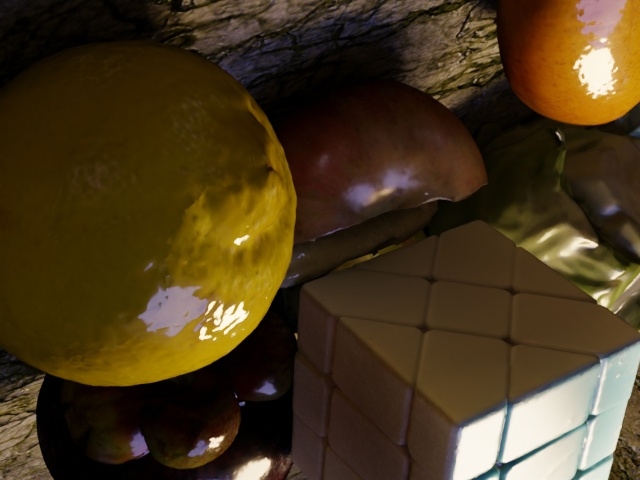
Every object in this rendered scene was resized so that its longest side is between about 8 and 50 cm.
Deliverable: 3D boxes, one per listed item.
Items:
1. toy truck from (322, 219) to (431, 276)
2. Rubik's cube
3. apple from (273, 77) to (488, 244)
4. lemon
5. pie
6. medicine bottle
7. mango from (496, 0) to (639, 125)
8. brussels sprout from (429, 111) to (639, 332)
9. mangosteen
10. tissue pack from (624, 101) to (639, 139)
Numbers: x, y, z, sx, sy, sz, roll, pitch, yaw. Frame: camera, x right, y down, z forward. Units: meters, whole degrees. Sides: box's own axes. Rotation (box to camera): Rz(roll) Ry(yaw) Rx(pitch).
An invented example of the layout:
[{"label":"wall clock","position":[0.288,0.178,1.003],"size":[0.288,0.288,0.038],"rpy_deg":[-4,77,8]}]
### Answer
[{"label":"toy truck","position":[0.094,0.068,1.983],"size":[0.272,0.124,0.157],"rpy_deg":[-34,155,25]},{"label":"Rubik's cube","position":[0.176,0.209,1.518],"size":[0.322,0.319,0.316],"rpy_deg":[-19,130,-31]},{"label":"apple","position":[0.040,-0.106,1.400],"size":[0.293,0.163,0.251],"rpy_deg":[-15,-172,-9]},{"label":"lemon","position":[-0.190,-0.023,1.102],"size":[0.348,0.348,0.348],"rpy_deg":[-23,160,-9]},{"label":"pie","position":[0.000,-0.001,1.609],"size":[0.339,0.077,0.339],"rpy_deg":[-13,-175,1]},{"label":"medicine bottle","position":[-0.043,0.077,1.708],"size":[0.079,0.124,0.258],"rpy_deg":[-7,180,-19]},{"label":"mango","position":[0.306,-0.266,1.312],"size":[0.199,0.201,0.350],"rpy_deg":[-51,159,-20]},{"label":"brussels sprout","position":[0.359,0.007,1.797],"size":[0.425,0.342,0.361],"rpy_deg":[32,140,-23]},{"label":"mangosteen","position":[-0.204,0.217,1.650],"size":[0.382,0.382,0.435],"rpy_deg":[-16,142,-27]},{"label":"tissue pack","position":[0.569,-0.209,1.924],"size":[0.263,0.089,0.177],"rpy_deg":[-7,155,-42]}]
